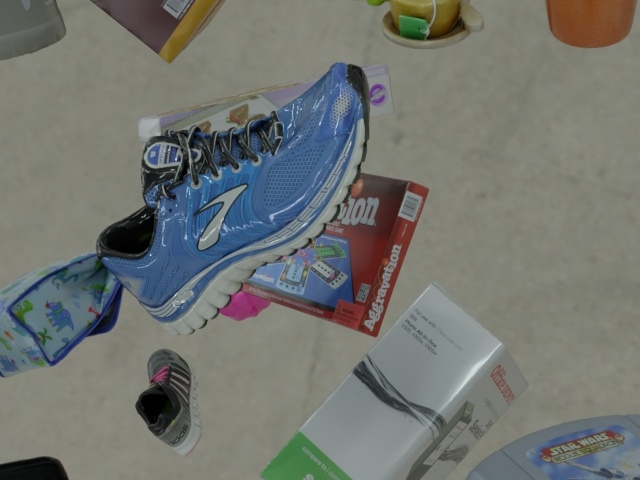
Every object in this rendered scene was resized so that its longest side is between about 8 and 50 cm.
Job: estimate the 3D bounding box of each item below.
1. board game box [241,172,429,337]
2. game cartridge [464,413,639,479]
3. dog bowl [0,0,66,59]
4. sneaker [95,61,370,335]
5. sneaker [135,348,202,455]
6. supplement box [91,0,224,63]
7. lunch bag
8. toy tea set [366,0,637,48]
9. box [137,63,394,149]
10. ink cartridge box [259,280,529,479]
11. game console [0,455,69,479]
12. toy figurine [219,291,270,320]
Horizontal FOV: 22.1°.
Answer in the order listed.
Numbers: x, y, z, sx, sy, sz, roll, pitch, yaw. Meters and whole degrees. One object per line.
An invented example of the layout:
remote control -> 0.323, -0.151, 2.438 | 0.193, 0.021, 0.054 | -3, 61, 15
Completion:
board game box -> 0.000, 0.000, 1.592 | 0.281, 0.027, 0.145 | 14, 82, 61
game cartridge -> 0.270, 0.241, 1.473 | 0.198, 0.297, 0.062 | 45, 128, 35
dog bowl -> -0.369, -0.198, 1.230 | 0.349, 0.349, 0.102 | 20, 116, 52
sneaker -> -0.084, -0.049, 1.479 | 0.330, 0.147, 0.130 | -42, 25, 26
sneaker -> -0.201, 0.196, 2.104 | 0.063, 0.075, 0.170 | -39, 41, 20
supplement box -> -0.195, -0.367, 2.043 | 0.191, 0.194, 0.129 | -49, 4, 35
lunch bag -> -0.273, 0.066, 1.692 | 0.129, 0.096, 0.151 | -16, 25, 53
toy tea set -> 0.151, -0.269, 1.503 | 0.336, 0.124, 0.200 | -1, 36, 5
box -> -0.062, -0.151, 1.973 | 0.067, 0.324, 0.063 | 11, 114, 59
ink cartridge box -> 0.090, 0.210, 1.854 | 0.121, 0.211, 0.289 | 41, 87, 22
game console -> -0.395, 0.403, 1.547 | 0.060, 0.386, 0.342 | -28, 72, 61
toy figurine -> -0.120, 0.028, 2.198 | 0.173, 0.130, 0.159 | -156, 50, -80
